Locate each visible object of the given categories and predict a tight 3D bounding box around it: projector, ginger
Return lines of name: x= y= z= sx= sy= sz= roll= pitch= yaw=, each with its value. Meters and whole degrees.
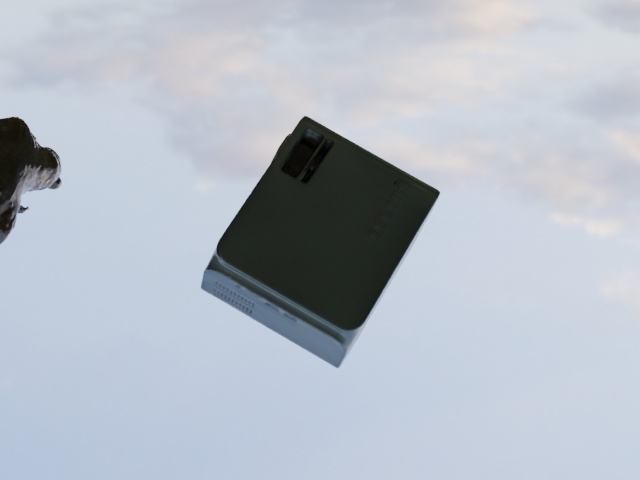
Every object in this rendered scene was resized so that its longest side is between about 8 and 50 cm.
projector: x=0.000 y=0.000 z=1.747 sx=0.198 sy=0.108 sz=0.250 roll=29 pitch=-117 yaw=4
ginger: x=-0.410 y=-0.053 z=1.757 sx=0.080 sy=0.166 sz=0.333 roll=-18 pitch=-159 yaw=29
